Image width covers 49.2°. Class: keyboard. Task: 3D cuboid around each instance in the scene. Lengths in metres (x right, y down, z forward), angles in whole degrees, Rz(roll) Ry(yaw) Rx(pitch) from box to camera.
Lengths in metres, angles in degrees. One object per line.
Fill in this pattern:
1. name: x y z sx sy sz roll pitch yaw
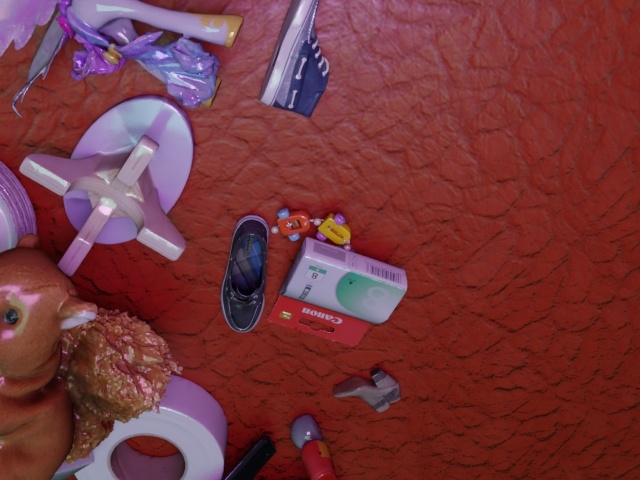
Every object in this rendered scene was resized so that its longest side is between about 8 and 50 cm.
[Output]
1. keyboard: -0.201 0.507 1.334 0.317 0.033 0.201 -44 156 -19

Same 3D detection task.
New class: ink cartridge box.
1. ink cartridge box: 0.021 0.110 1.196 0.181 0.056 0.224 18 129 -10

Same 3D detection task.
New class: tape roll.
1. tape roll: -0.319 0.393 1.335 0.286 0.100 0.286 -1 116 -2

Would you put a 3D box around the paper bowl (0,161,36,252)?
1. paper bowl: -0.602 -0.010 1.076 0.284 0.148 0.284 0 107 -1

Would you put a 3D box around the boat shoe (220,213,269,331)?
1. boat shoe: -0.125 0.070 1.189 0.080 0.076 0.228 11 116 -7

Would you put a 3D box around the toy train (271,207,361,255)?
1. toy train: 0.000 0.000 1.179 0.125 0.046 0.166 -15 122 22

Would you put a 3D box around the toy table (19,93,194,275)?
1. toy table: -0.308 -0.080 1.061 0.252 0.161 0.274 22 115 -12

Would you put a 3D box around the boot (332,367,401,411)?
1. boot: 0.093 0.294 1.330 0.118 0.042 0.087 -25 117 11

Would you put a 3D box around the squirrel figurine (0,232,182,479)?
1. squirrel figurine: -0.414 0.178 1.015 0.397 0.281 0.370 4 117 -49

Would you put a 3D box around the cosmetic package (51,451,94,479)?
1. cosmetic package: -0.520 0.387 1.261 0.238 0.107 0.127 -34 71 38

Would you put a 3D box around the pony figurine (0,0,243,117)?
1. pony figurine: -0.284 -0.318 0.909 0.364 0.303 0.351 23 82 -9

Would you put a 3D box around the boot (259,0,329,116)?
1. boot: -0.020 -0.277 1.029 0.086 0.069 0.190 15 124 -17

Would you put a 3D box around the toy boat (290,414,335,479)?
1. toy boat: -0.046 0.498 1.379 0.268 0.148 0.318 5 122 -24
